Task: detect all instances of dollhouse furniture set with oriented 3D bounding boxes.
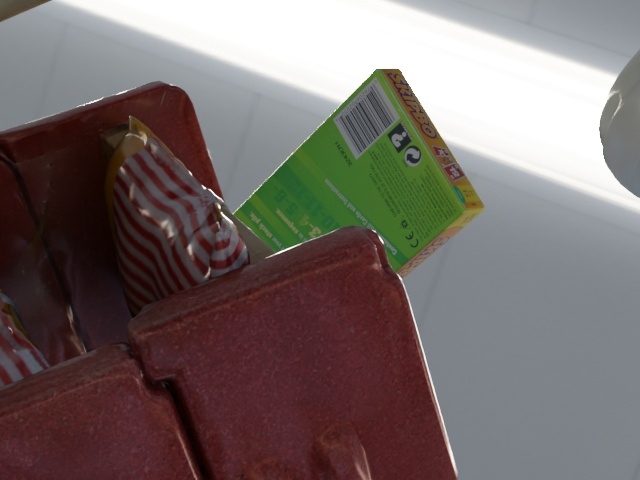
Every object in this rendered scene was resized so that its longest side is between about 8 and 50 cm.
[{"bbox_3d":[-0.106,-0.067,0.430,0.152,0.201,0.374,-25,-64,-15],"label":"dollhouse furniture set"}]

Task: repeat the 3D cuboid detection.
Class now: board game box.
[{"bbox_3d":[0.000,0.000,1.066,0.259,0.039,0.124,-42,-111,34],"label":"board game box"}]

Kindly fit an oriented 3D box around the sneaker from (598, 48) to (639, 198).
[{"bbox_3d":[0.193,-0.127,0.637,0.123,0.106,0.290,39,-120,22],"label":"sneaker"}]
